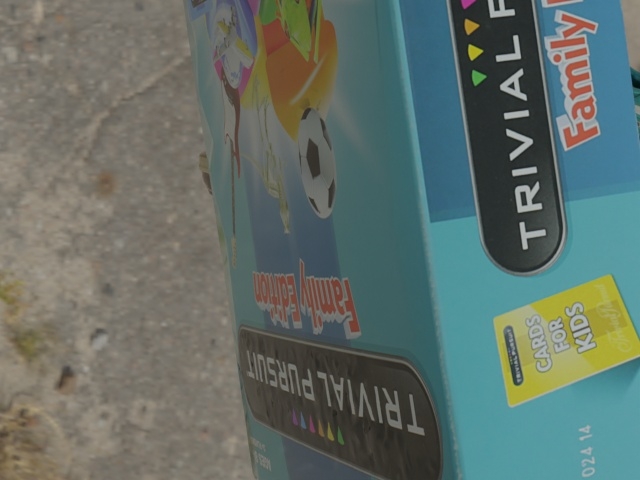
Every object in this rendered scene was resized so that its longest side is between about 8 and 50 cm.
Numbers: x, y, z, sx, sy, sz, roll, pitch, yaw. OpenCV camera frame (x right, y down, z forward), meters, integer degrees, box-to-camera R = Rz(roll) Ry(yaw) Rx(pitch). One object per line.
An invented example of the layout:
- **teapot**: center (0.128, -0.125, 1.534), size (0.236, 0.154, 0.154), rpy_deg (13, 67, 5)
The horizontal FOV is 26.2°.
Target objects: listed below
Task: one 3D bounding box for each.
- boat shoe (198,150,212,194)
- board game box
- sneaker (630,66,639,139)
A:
- **boat shoe**: center (0.000, 0.000, 1.257), size (0.123, 0.342, 0.123), rpy_deg (-5, 111, -44)
- **board game box**: center (0.017, -0.062, 0.511), size (0.079, 0.254, 0.336), rpy_deg (-8, 92, -17)
- **sneaker**: center (0.392, -0.142, 1.320), size (0.107, 0.275, 0.110), rpy_deg (-37, 117, -55)
